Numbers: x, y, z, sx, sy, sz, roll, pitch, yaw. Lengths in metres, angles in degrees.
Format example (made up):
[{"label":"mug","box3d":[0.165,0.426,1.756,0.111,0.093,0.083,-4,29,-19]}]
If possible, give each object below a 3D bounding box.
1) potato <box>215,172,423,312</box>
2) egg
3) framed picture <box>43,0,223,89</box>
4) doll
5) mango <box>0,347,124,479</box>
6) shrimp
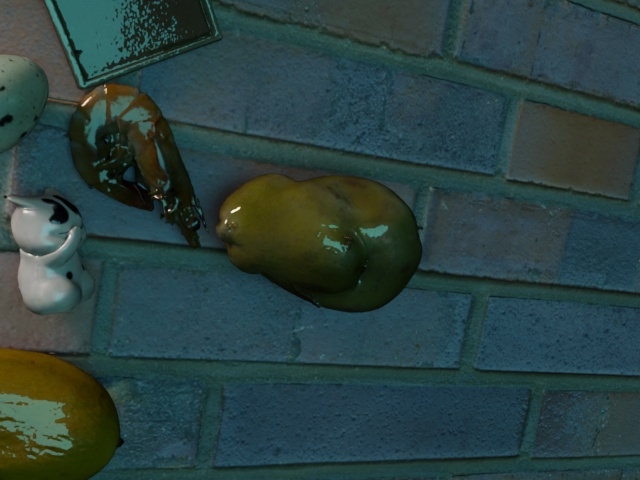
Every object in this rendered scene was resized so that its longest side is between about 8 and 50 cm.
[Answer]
[{"label":"potato","box3d":[0.000,-0.004,1.256,0.351,0.202,0.218,6,137,-21]},{"label":"egg","box3d":[-0.445,-0.189,1.050,0.164,0.131,0.131,-51,119,-34]},{"label":"framed picture","box3d":[-0.296,-0.407,1.114,0.240,0.020,0.324,-26,116,-18]},{"label":"doll","box3d":[-0.389,0.019,1.127,0.106,0.110,0.181,4,103,14]},{"label":"mango","box3d":[-0.447,0.252,1.129,0.331,0.142,0.195,29,83,-24]},{"label":"shrimp","box3d":[-0.276,-0.097,1.180,0.152,0.063,0.287,-29,108,-15]}]
